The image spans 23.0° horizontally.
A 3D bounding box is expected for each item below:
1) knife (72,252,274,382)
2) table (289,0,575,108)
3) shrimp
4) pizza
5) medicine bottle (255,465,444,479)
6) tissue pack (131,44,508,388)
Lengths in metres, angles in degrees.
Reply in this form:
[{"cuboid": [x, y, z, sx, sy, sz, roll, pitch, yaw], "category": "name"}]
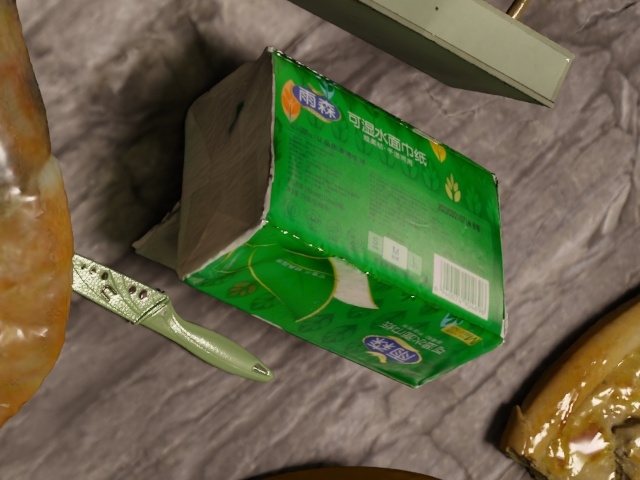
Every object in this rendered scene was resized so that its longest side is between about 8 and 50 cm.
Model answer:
[{"cuboid": [-0.107, 0.050, 1.067, 0.207, 0.014, 0.030, 31, 86, -32], "category": "knife"}, {"cuboid": [0.056, -0.189, 1.048, 0.240, 0.121, 0.111, 23, 89, -34], "category": "table"}, {"cuboid": [-0.283, -0.062, 0.902, 0.272, 0.085, 0.445, -11, 111, -24], "category": "shrimp"}, {"cuboid": [0.297, 0.147, 1.301, 0.323, 0.089, 0.223, -29, 112, -22], "category": "pizza"}, {"cuboid": [0.015, 0.304, 1.069, 0.238, 0.238, 0.231, -14, 109, -29], "category": "medicine bottle"}, {"cuboid": [-0.001, -0.001, 1.057, 0.209, 0.156, 0.148, 25, 52, -32], "category": "tissue pack"}]
